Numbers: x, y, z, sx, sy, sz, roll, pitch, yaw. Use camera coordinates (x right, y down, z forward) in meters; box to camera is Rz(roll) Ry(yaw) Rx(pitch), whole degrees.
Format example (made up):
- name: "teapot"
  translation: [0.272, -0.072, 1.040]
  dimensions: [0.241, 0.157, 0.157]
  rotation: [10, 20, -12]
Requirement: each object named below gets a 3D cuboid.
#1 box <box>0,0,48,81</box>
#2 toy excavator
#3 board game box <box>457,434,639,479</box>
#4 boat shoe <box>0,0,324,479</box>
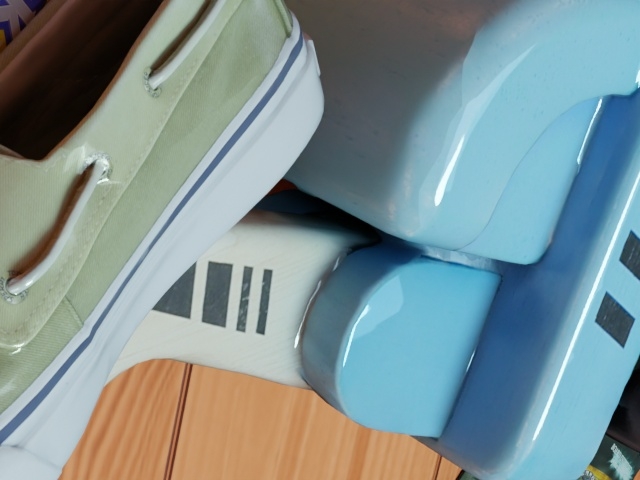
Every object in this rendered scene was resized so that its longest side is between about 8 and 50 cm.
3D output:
- name: "box"
  translation: [-0.132, -0.091, 0.675]
  dimensions: [0.059, 0.054, 0.169]
  rotation: [21, 94, -57]
- name: "toy excavator"
  translation: [0.000, 0.000, 0.826]
  dimensions: [0.445, 0.222, 0.433]
  rotation: [13, 102, -43]
- name: "board game box"
  translation: [0.148, 0.157, 1.263]
  dimensions: [0.126, 0.026, 0.186]
  rotation: [-57, 146, -11]
- name: "boat shoe"
  translation: [-0.112, 0.003, 0.645]
  dimensions: [0.302, 0.109, 0.094]
  rotation: [-53, 132, -32]
